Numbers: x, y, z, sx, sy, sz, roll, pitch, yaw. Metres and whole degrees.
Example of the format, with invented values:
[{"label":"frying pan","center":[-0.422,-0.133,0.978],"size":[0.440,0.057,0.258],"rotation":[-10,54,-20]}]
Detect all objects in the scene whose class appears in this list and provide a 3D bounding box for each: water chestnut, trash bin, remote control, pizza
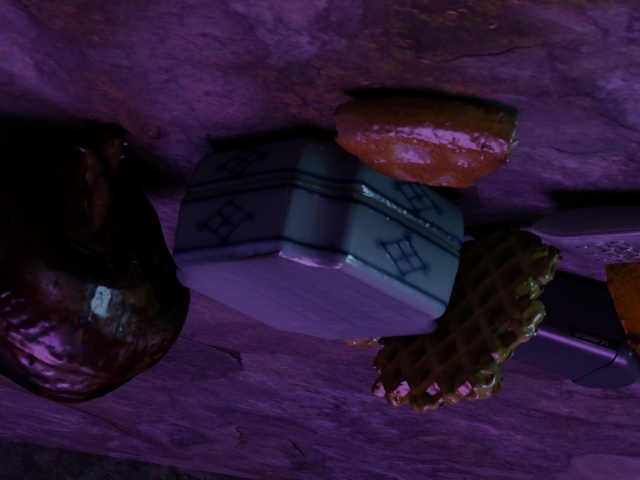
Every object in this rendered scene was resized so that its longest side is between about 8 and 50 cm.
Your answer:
[{"label":"water chestnut","center":[-0.305,0.011,1.917],"size":[0.335,0.347,0.335],"rotation":[33,-161,-13]},{"label":"trash bin","center":[0.308,0.110,2.065],"size":[0.236,0.101,0.177],"rotation":[18,164,-7]},{"label":"remote control","center":[0.384,-0.016,1.705],"size":[0.313,0.055,0.109],"rotation":[-4,162,31]},{"label":"pizza","center":[0.122,-0.097,1.626],"size":[0.182,0.062,0.161],"rotation":[-2,151,25]}]

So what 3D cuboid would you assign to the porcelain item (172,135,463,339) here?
[{"label":"porcelain item","center":[0.000,0.000,1.832],"size":[0.286,0.157,0.281],"rotation":[28,155,-38]}]

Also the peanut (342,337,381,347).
[{"label":"peanut","center":[0.039,0.082,2.146],"size":[0.098,0.103,0.229],"rotation":[-20,148,39]}]

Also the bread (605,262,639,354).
[{"label":"bread","center":[0.450,0.098,1.851],"size":[0.260,0.147,0.160],"rotation":[25,156,-35]}]

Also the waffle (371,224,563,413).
[{"label":"waffle","center":[0.163,0.090,1.861],"size":[0.052,0.254,0.245],"rotation":[40,157,-28]}]
